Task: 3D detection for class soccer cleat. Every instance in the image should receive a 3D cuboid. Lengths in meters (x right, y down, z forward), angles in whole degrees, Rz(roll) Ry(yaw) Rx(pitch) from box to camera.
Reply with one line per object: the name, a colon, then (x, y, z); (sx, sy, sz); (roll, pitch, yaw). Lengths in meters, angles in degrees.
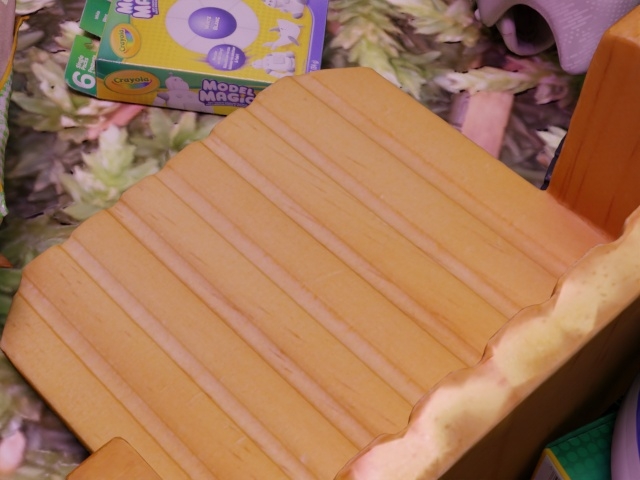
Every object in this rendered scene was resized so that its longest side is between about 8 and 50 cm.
soccer cleat: (0.131, -0.225, 1.019); (0.116, 0.143, 0.331); (-7, 29, -19)

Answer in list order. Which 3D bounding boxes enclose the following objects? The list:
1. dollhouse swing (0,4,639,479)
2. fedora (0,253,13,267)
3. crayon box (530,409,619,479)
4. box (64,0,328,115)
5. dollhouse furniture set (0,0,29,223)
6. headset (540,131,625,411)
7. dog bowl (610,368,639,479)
dollhouse swing: (0.000, 0.000, 0.676); (0.347, 0.315, 0.305); (-38, 70, -16)
fedora: (-0.264, 0.047, 0.744); (0.194, 0.194, 0.079); (-6, 92, -11)
crayon box: (0.188, 0.231, 0.615); (0.081, 0.165, 0.278); (-19, 56, -21)
box: (-0.087, -0.142, 0.962); (0.179, 0.043, 0.105); (6, 50, 0)
dollhouse furniture set: (-0.335, -0.070, 0.826); (0.302, 0.151, 0.197); (3, 64, -9)
headset: (0.292, -0.039, 0.892); (0.243, 0.185, 0.394); (24, 68, 17)
dog bowl: (0.263, 0.106, 0.564); (0.265, 0.104, 0.265); (12, 43, -12)
